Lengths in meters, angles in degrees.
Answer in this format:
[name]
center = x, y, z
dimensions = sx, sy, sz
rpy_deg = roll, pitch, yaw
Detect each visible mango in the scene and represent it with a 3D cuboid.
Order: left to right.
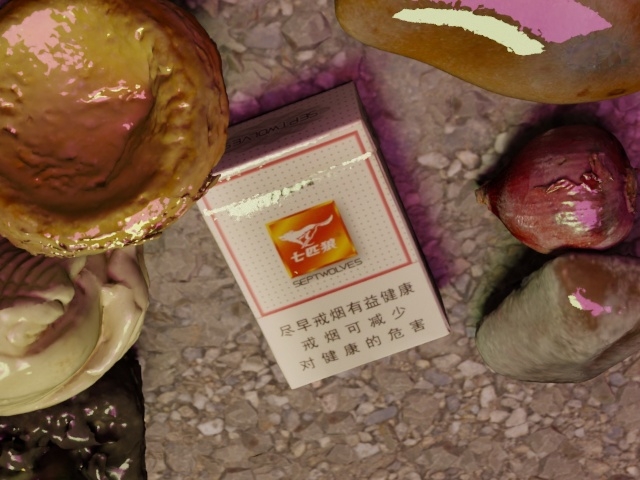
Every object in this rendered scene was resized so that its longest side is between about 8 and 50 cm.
[mango]
center = 0.204, -0.249, 1.608
dimensions = 0.384, 0.199, 0.221
rpy_deg = 0, 127, -5

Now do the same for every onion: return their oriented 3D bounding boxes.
[onion]
center = 0.264, -0.052, 1.798
dimensions = 0.194, 0.159, 0.159
rpy_deg = -6, 130, 28

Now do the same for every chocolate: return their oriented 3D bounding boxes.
[chocolate]
center = 0.304, 0.107, 1.863
dimensions = 0.185, 0.100, 0.303
rpy_deg = 0, 159, -17

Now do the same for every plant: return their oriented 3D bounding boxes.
[plant]
center = -0.308, 0.236, 1.823
dimensions = 0.215, 0.312, 0.213
rpy_deg = -3, 122, -1

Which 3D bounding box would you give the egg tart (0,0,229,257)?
[egg tart]
center = -0.240, -0.124, 1.646
dimensions = 0.315, 0.315, 0.120
rpy_deg = -14, 167, 3

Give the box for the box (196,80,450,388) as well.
[box]
center = 0.001, 0.000, 1.825
dimensions = 0.210, 0.095, 0.330
rpy_deg = -20, 126, 7

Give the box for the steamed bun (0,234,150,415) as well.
[steamed bun]
center = -0.319, 0.072, 1.707
dimensions = 0.276, 0.289, 0.203
rpy_deg = -8, 128, -12
